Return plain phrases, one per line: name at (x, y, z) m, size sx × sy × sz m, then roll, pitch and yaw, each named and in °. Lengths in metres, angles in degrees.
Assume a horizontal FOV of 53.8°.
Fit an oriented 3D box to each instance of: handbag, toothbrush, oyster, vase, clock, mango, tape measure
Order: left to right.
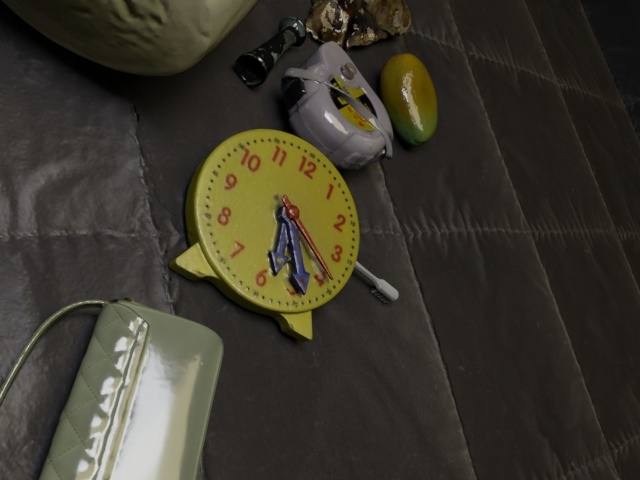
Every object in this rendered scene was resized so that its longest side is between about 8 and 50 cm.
handbag at (-0.230, 0.183, 0.681) m, size 0.219 × 0.079 × 0.256 m, roll 23°, pitch 54°, yaw -20°
vase at (-0.082, -0.328, 1.086) m, size 0.059 × 0.059 × 0.167 m, roll 46°, pitch 45°, yaw -15°
clock at (-0.056, -0.028, 0.915) m, size 0.277 × 0.071 × 0.294 m, roll 27°, pitch 60°, yaw -26°
toothbrush at (0.001, -0.001, 1.015) m, size 0.342 × 0.030 × 0.025 m, roll 39°, pitch 47°, yaw -22°
tape measure at (0.028, -0.217, 1.085) m, size 0.236 × 0.120 × 0.197 m, roll 52°, pitch 38°, yaw -2°
oyster at (0.084, -0.461, 1.293) m, size 0.294 × 0.094 × 0.166 m, roll -46°, pitch 110°, yaw -39°
mango at (0.181, -0.283, 1.283) m, size 0.130 × 0.091 × 0.195 m, roll 8°, pitch 68°, yaw -42°

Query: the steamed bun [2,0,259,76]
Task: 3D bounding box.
steamed bun at (-0.279, -0.434, 0.799) m, size 0.456 × 0.290 × 0.371 m, roll 41°, pitch 52°, yaw -16°
